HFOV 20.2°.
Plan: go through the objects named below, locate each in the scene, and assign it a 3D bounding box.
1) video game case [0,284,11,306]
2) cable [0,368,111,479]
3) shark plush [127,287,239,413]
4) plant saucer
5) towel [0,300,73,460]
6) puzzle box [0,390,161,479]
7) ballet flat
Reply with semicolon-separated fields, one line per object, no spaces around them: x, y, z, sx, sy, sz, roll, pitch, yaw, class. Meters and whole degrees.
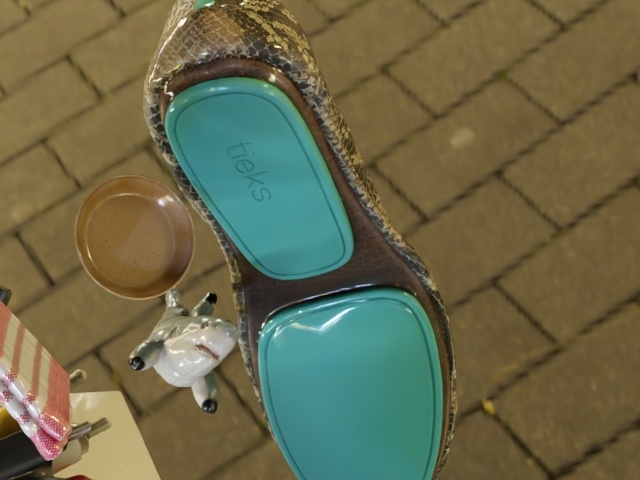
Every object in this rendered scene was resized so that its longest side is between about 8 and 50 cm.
-0.374;0.070;1.238;0.274;0.026;0.196;23;91;6;video game case
-0.279;0.201;1.339;0.287;0.072;0.139;-19;77;-18;cable
-0.089;0.069;1.305;0.067;0.073;0.161;-56;6;6;shark plush
-0.123;-0.001;1.177;0.083;0.083;0.015;-51;13;-25;plant saucer
-0.208;0.033;0.991;0.029;0.197;0.144;-41;10;-2;towel
-0.230;0.270;1.407;0.272;0.052;0.409;-1;35;-25;puzzle box
0.000;0.000;1.343;0.164;0.483;0.182;-11;40;12;ballet flat
